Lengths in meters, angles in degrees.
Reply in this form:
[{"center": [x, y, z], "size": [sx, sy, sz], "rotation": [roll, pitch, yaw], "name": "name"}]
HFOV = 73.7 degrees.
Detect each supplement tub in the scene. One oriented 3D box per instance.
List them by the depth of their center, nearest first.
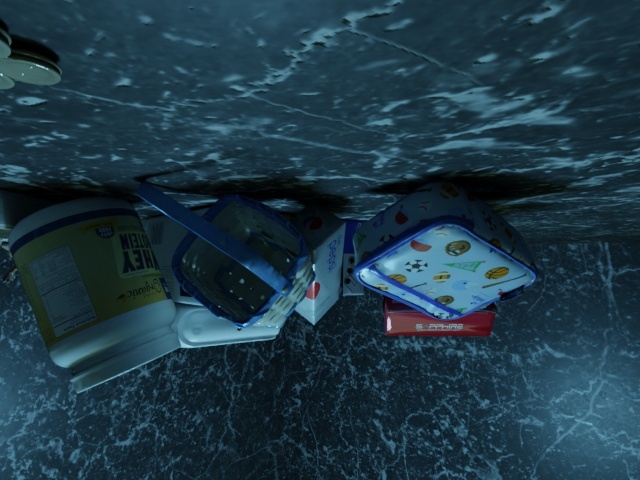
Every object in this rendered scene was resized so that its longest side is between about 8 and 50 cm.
[{"center": [-0.417, 0.099, 0.816], "size": [0.228, 0.316, 0.228], "rotation": [-24, 175, -2], "name": "supplement tub"}]

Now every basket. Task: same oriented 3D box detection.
[{"center": [-0.150, 0.019, 0.721], "size": [0.254, 0.201, 0.289], "rotation": [32, 174, 27], "name": "basket"}]

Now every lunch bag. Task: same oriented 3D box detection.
[{"center": [0.216, 0.040, 0.758], "size": [0.303, 0.115, 0.243], "rotation": [29, 132, -32], "name": "lunch bag"}]

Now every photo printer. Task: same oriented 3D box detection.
[{"center": [-0.301, 0.211, 1.140], "size": [0.307, 0.107, 0.256], "rotation": [5, 176, -40], "name": "photo printer"}]

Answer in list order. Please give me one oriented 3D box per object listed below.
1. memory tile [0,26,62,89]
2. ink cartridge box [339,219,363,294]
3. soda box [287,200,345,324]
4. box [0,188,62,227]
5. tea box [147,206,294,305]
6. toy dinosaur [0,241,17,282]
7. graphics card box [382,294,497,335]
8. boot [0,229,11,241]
[{"center": [-0.247, -0.114, 0.248], "size": [0.148, 0.012, 0.113], "rotation": [0, 176, 12], "name": "memory tile"}, {"center": [0.069, 0.047, 1.185], "size": [0.097, 0.207, 0.046], "rotation": [2, 176, -27], "name": "ink cartridge box"}, {"center": [-0.016, 0.059, 0.919], "size": [0.091, 0.098, 0.286], "rotation": [34, 147, 24], "name": "soda box"}, {"center": [-0.573, -0.055, 0.760], "size": [0.063, 0.067, 0.324], "rotation": [0, 177, 4], "name": "box"}, {"center": [-0.227, 0.047, 1.108], "size": [0.329, 0.220, 0.323], "rotation": [-2, 175, 44], "name": "tea box"}, {"center": [-0.829, -0.004, 1.251], "size": [0.200, 0.127, 0.295], "rotation": [-42, 173, 27], "name": "toy dinosaur"}, {"center": [0.264, 0.077, 1.060], "size": [0.232, 0.094, 0.371], "rotation": [-1, -146, 4], "name": "graphics card box"}, {"center": [-0.642, -0.040, 0.869], "size": [0.106, 0.082, 0.219], "rotation": [0, 175, 42], "name": "boot"}]
